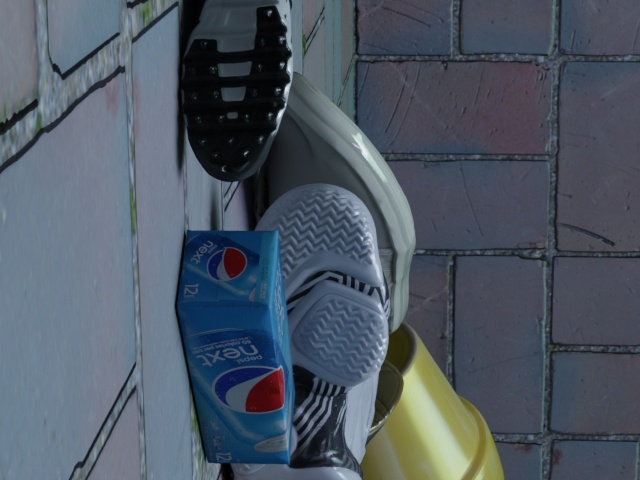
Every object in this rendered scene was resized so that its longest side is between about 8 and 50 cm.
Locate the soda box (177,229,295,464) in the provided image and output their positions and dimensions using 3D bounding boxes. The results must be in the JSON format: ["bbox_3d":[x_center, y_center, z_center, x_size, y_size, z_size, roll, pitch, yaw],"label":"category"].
[{"bbox_3d":[-0.059,0.083,1.253,0.210,0.067,0.071,84,7,-51],"label":"soda box"}]

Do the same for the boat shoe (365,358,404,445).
[{"bbox_3d":[0.000,0.198,1.685,0.223,0.080,0.073,-45,166,-39],"label":"boat shoe"}]

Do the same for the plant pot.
[{"bbox_3d":[0.067,0.227,1.997,0.254,0.254,0.239,-84,157,-53],"label":"plant pot"}]

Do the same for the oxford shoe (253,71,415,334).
[{"bbox_3d":[0.000,0.000,1.638,0.169,0.130,0.449,49,-15,24],"label":"oxford shoe"}]

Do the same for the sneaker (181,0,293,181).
[{"bbox_3d":[-0.053,-0.152,1.208,0.106,0.078,0.234,57,32,-78],"label":"sneaker"}]

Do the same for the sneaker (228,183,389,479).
[{"bbox_3d":[-0.013,0.090,1.466,0.210,0.137,0.365,-83,177,-62],"label":"sneaker"}]
